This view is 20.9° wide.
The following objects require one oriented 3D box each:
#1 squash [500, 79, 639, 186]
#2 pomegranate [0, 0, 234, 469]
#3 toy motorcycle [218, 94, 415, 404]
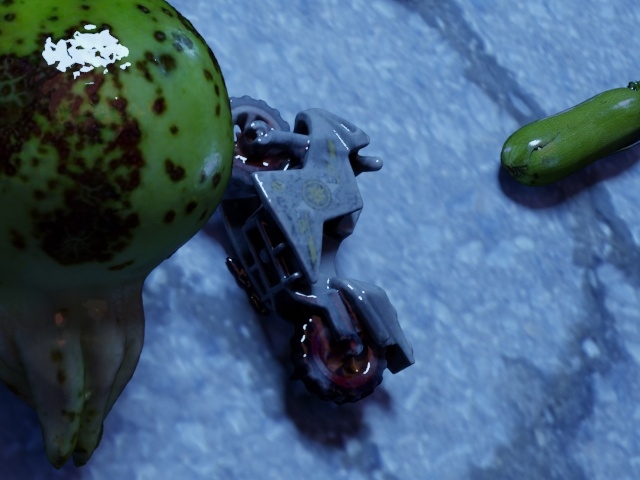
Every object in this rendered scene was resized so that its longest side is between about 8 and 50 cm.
[{"bbox_3d":[0.206,-0.083,1.326,0.183,0.052,0.052,-22,77,-40],"label":"squash"},{"bbox_3d":[-0.167,-0.021,0.980,0.204,0.222,0.277,25,71,-36],"label":"pomegranate"},{"bbox_3d":[0.000,0.000,1.146,0.122,0.080,0.215,-18,80,-33],"label":"toy motorcycle"}]
